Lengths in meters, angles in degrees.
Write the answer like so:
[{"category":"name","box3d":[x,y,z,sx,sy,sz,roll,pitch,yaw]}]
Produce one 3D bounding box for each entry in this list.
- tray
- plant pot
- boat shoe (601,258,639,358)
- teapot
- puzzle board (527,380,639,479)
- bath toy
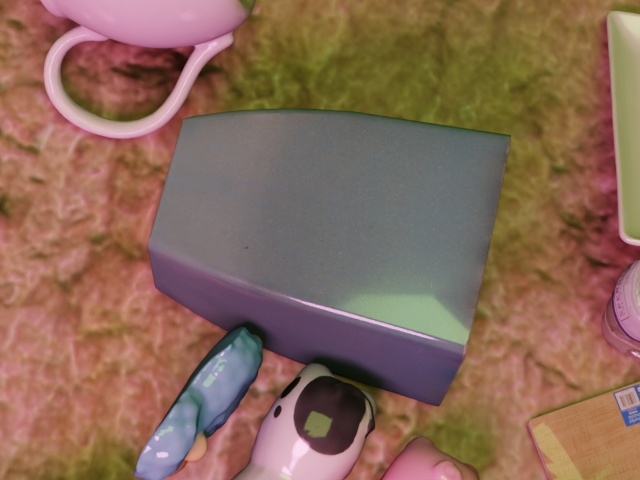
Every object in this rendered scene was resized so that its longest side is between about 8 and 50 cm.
[{"category":"tray","box3d":[0.298,-0.078,1.245,0.145,0.030,0.270,10,47,-3]},{"category":"plant pot","box3d":[0.000,0.000,1.150,0.234,0.166,0.166,13,71,1]},{"category":"boat shoe","box3d":[0.368,0.074,1.223,0.302,0.094,0.109,16,72,-3]},{"category":"teapot","box3d":[-0.162,-0.248,1.176,0.187,0.252,0.256,-12,59,8]},{"category":"puzzle board","box3d":[0.234,0.166,1.217,0.128,0.011,0.096,-17,75,-15]},{"category":"bath toy","box3d":[0.044,0.203,1.111,0.348,0.129,0.151,28,104,0]}]
